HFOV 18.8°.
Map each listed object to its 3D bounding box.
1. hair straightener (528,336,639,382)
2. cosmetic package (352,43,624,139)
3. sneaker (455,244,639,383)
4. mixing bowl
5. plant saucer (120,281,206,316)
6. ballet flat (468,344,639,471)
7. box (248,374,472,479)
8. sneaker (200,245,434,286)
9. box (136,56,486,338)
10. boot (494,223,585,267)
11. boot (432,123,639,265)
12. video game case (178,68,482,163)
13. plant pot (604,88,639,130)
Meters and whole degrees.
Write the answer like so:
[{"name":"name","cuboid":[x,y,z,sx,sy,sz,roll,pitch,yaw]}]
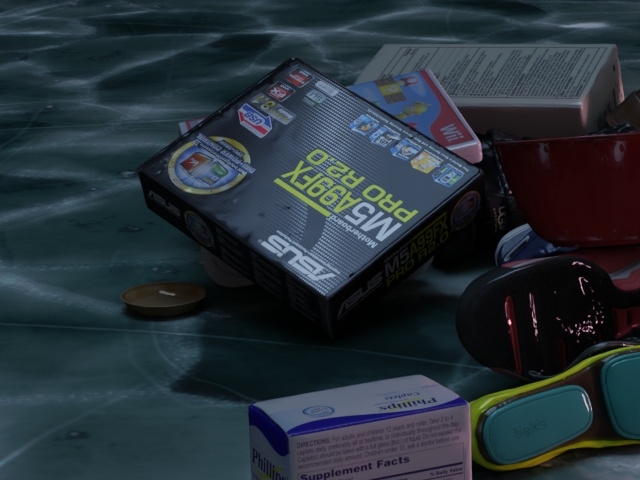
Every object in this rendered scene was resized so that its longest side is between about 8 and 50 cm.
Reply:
[{"name":"hair straightener","cuboid":[0.277,0.087,1.582,0.230,0.089,0.047,-7,40,-20]},{"name":"cosmetic package","cuboid":[0.195,-0.143,2.263,0.296,0.129,0.153,4,37,26]},{"name":"sneaker","cuboid":[0.219,0.064,1.691,0.314,0.116,0.136,-6,4,-39]},{"name":"mixing bowl","cuboid":[0.246,-0.045,1.711,0.181,0.098,0.181,-4,2,0]},{"name":"plant saucer","cuboid":[-0.152,0.058,1.873,0.083,0.015,0.083,-1,15,0]},{"name":"ballet flat","cuboid":[0.203,0.127,1.496,0.231,0.077,0.077,-11,1,-23]},{"name":"box","cuboid":[0.027,0.167,1.240,0.126,0.137,0.072,-8,16,-21]},{"name":"sneaker","cuboid":[0.000,0.000,1.950,0.235,0.090,0.095,2,7,8]},{"name":"box","cuboid":[-0.008,-0.049,1.867,0.216,0.060,0.270,-37,52,-26]},{"name":"boot","cuboid":[0.261,-0.005,1.881,0.190,0.069,0.086,-32,19,10]},{"name":"boot","cuboid":[0.188,-0.082,2.109,0.260,0.131,0.348,-14,29,-17]},{"name":"video game case","cuboid":[0.005,-0.104,2.023,0.285,0.025,0.204,-12,29,-7]},{"name":"plant pot","cuboid":[0.431,-0.148,2.143,0.167,0.165,0.167,37,16,-12]}]
